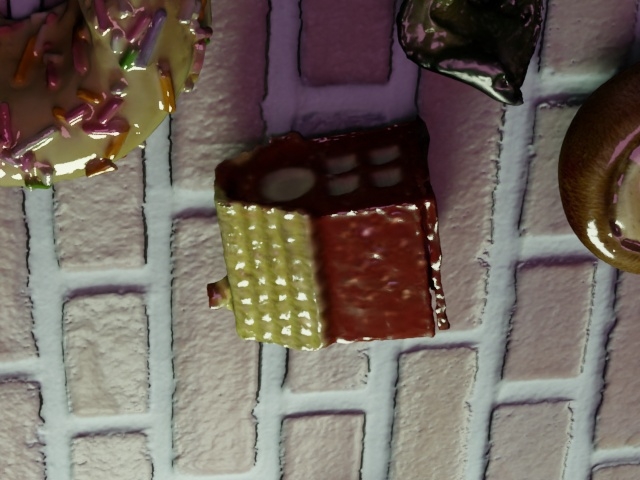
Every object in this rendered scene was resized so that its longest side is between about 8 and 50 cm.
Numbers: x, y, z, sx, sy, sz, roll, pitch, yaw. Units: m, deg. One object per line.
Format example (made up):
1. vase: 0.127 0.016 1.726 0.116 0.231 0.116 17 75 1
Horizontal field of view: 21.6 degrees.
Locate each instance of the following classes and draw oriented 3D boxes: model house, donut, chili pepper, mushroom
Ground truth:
1. model house: 0.000 0.000 1.731 0.254 0.160 0.196 -10 128 -1
2. donut: -0.285 -0.182 1.547 0.371 0.150 0.307 0 130 -7
3. chili pepper: 0.169 -0.277 1.599 0.148 0.116 0.264 15 122 -6
4. mushroom: 0.365 -0.077 1.740 0.253 0.153 0.253 -4 117 -7
